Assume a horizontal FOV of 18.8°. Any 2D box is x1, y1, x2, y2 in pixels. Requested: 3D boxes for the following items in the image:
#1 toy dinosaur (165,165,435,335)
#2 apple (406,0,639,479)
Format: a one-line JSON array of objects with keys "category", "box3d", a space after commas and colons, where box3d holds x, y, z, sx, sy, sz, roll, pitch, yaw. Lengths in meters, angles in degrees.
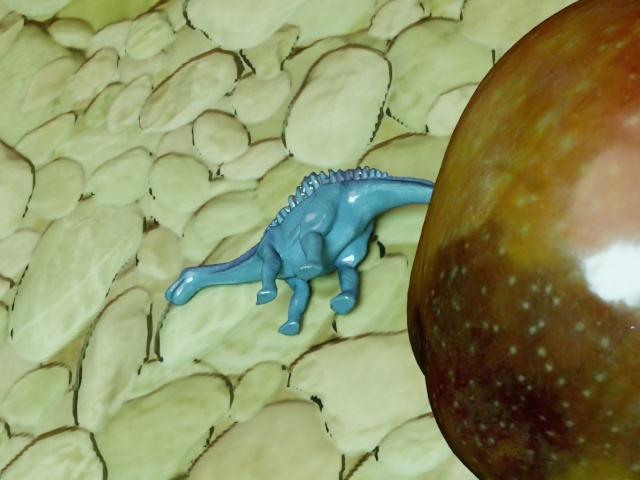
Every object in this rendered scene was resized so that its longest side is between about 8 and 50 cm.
[{"category": "toy dinosaur", "box3d": [0.000, 0.000, 0.971, 0.197, 0.045, 0.080, -25, 39, 24]}, {"category": "apple", "box3d": [0.135, 0.018, 0.743, 0.230, 0.230, 0.230, -17, 45, 18]}]
